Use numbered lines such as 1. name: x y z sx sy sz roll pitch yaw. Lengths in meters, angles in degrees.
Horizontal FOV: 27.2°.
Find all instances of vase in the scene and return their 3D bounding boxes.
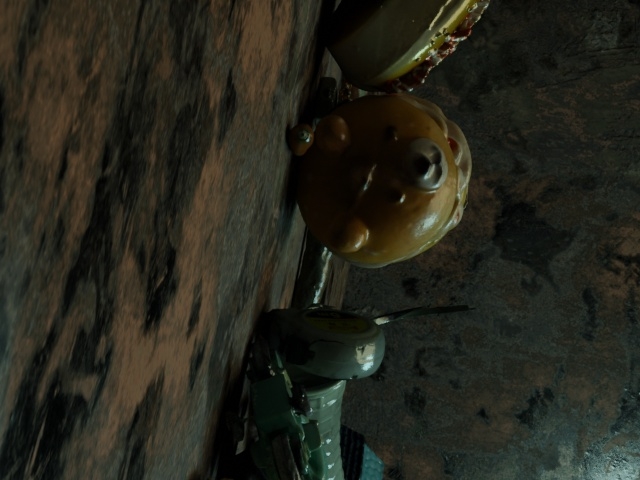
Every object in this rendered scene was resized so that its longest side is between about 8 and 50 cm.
1. vase: -0.020 0.290 2.032 0.143 0.143 0.298 -73 166 -50

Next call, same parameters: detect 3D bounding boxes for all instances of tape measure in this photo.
1. tape measure: 0.090 0.148 1.921 0.164 0.330 0.084 -130 -133 -58

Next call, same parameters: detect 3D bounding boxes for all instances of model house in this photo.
1. model house: -0.023 0.523 2.782 0.241 0.226 0.261 54 29 -29

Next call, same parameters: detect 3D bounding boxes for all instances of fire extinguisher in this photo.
1. fire extinguisher: 0.068 -0.295 2.482 0.177 0.050 0.062 78 5 -77

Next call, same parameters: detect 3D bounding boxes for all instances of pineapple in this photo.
1. pineapple: 0.036 -0.221 2.095 0.045 0.019 0.083 -76 178 -57

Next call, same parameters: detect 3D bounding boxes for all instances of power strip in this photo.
1. power strip: 0.012 -0.207 2.141 0.252 0.027 0.060 78 25 -78

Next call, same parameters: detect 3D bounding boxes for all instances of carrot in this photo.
1. carrot: -0.028 -0.135 1.811 0.142 0.035 0.035 122 -20 -82

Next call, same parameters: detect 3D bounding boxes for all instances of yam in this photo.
1. yam: 0.000 0.000 2.318 0.061 0.061 0.274 -35 137 -83

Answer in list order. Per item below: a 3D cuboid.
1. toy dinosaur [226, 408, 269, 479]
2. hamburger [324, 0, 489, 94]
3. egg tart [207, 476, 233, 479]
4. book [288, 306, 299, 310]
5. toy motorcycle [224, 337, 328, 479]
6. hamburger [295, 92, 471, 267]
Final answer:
1. toy dinosaur: -0.103 0.350 1.842 0.294 0.077 0.162 -98 -170 -57
2. hamburger: 0.138 -0.347 1.966 0.295 0.151 0.227 -54 -155 -6
3. egg tart: -0.122 0.416 1.531 0.288 0.118 0.288 15 90 -83
4. book: -0.082 0.357 2.290 0.428 0.039 0.300 94 8 -51
5. toy motorcycle: -0.048 0.269 1.750 0.296 0.109 0.198 -108 178 -65
6. hamburger: 0.084 -0.093 1.961 0.237 0.276 0.276 -1 103 -73
